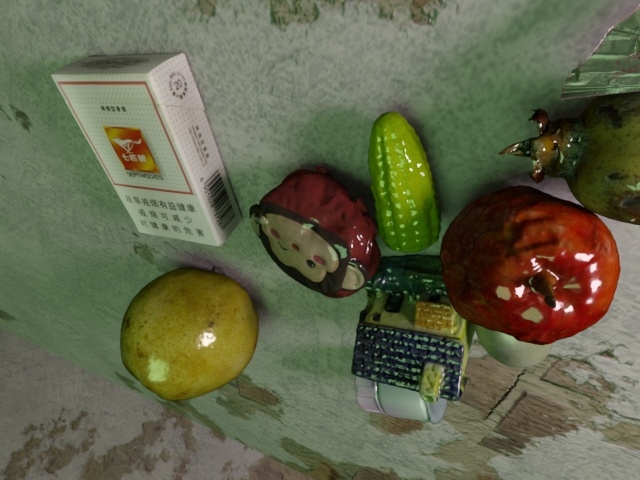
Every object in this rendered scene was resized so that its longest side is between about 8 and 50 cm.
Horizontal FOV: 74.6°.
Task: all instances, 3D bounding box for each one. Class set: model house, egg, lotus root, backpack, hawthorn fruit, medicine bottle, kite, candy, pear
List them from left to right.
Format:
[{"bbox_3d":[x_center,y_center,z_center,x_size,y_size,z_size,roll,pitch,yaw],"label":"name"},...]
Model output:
[{"bbox_3d":[-0.309,0.217,0.976,0.304,0.304,0.303,16,137,16],"label":"pear"},{"bbox_3d":[-0.002,0.002,0.688,0.229,0.139,0.229,31,148,22],"label":"backpack"},{"bbox_3d":[0.172,0.313,0.905,0.169,0.135,0.135,-8,126,34],"label":"medicine bottle"},{"bbox_3d":[0.112,-0.079,0.586,0.097,0.096,0.209,2,130,29],"label":"candy"},{"bbox_3d":[0.149,0.154,0.708,0.194,0.211,0.170,5,135,28],"label":"model house"},{"bbox_3d":[0.306,0.135,0.669,0.114,0.114,0.152,-6,125,34],"label":"egg"},{"bbox_3d":[0.252,0.034,0.502,0.208,0.243,0.207,2,100,12],"label":"hawthorn fruit"},{"bbox_3d":[0.331,-0.087,0.421,0.278,0.154,0.154,6,133,24],"label":"lotus root"},{"bbox_3d":[0.289,-0.222,0.356,0.250,0.012,0.229,41,116,15],"label":"kite"}]

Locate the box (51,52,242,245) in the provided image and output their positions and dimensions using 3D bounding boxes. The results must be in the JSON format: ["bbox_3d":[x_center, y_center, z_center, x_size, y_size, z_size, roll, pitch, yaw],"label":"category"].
[{"bbox_3d":[-0.289,-0.151,0.748,0.210,0.095,0.330,8,135,22],"label":"box"}]
